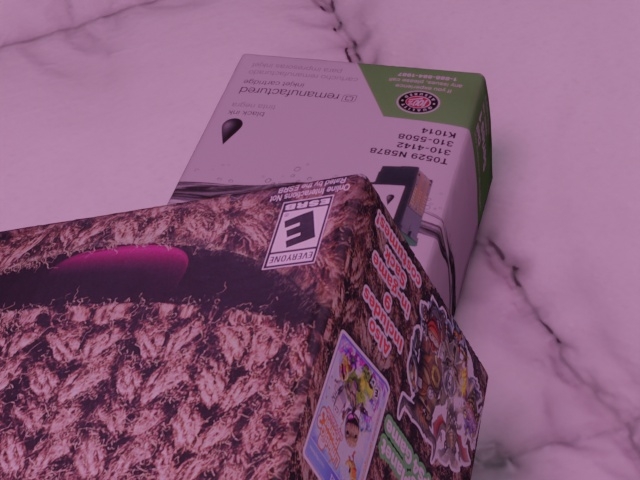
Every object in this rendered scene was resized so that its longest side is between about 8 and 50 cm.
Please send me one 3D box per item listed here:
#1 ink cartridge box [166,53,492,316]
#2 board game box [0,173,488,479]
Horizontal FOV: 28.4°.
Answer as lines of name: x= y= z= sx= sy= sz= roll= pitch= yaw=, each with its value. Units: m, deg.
ink cartridge box: x=0.000 y=0.000 z=0.722 sx=0.160 sy=0.093 sz=0.219 roll=7 pitch=47 yaw=15
board game box: x=-0.083 y=0.139 z=0.498 sx=0.232 sy=0.141 sz=0.291 roll=-9 pitch=46 yaw=28
